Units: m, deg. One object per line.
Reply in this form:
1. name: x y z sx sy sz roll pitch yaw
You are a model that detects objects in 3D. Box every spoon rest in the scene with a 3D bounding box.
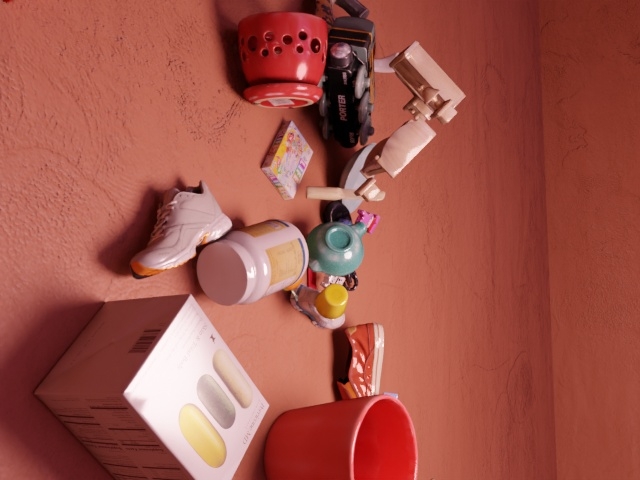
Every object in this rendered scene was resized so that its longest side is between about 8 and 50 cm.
1. spoon rest: 0.094 -0.507 1.939 0.276 0.084 0.137 11 73 -42

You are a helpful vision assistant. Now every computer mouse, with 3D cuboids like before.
1. computer mouse: 0.050 0.015 1.798 0.071 0.041 0.242 -22 111 -34

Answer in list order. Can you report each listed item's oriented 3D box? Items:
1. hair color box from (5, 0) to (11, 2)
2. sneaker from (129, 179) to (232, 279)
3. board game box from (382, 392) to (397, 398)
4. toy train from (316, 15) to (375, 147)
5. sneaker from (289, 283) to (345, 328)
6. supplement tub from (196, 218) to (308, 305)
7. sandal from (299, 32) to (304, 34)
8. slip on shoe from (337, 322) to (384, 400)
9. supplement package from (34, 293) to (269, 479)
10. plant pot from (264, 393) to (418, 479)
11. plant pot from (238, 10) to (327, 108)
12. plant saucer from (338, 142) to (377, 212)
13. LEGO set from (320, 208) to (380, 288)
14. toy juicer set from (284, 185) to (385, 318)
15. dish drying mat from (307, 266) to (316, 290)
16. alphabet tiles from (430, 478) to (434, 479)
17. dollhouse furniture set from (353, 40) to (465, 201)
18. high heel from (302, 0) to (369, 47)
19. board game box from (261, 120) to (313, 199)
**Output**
1. hair color box: -0.442 -0.446 1.120 0.093 0.053 0.167 62 37 -27
2. sneaker: -0.266 -0.024 1.286 0.121 0.099 0.262 65 29 -13
3. board game box: 0.144 0.463 1.743 0.211 0.039 0.160 102 -4 -69
4. toy train: 0.072 -0.372 1.736 0.334 0.142 0.190 78 27 -59
5. sneaker: 0.012 0.160 1.660 0.190 0.083 0.071 35 67 -48
6. supplement tub: -0.131 0.043 1.415 0.199 0.144 0.144 -20 101 -56
7. sandal: -0.026 -0.404 1.703 0.072 0.049 0.180 -28 127 -18
8. slip on shoe: 0.087 0.360 1.740 0.123 0.101 0.331 -162 -103 -85
9. supplement package: -0.254 0.250 1.141 0.263 0.198 0.199 61 39 -30
10. plant pot: 0.035 0.451 1.501 0.275 0.243 0.275 14 73 -55
11. plant pot: -0.077 -0.377 1.537 0.191 0.191 0.174 -5 91 -57
12. plant saucer: 0.088 -0.162 1.836 0.195 0.037 0.195 -52 156 -34
13. LEGO set: 0.036 0.010 1.701 0.093 0.087 0.227 43 73 -48
14. toy juicer set: 0.000 0.000 1.618 0.089 0.209 0.329 112 -1 -62
15. dish drying mat: -0.020 0.095 1.698 0.032 0.008 0.083 12 73 -54
16. alphabet tiles: 0.311 0.815 2.064 0.198 0.009 0.237 -2 86 -56
17. dollhouse furniture set: 0.137 -0.265 1.679 0.355 0.303 0.174 -45 98 -8
18. high heel: -0.031 -0.552 1.777 0.261 0.186 0.093 -40 165 -23
19. board game box: -0.074 -0.184 1.651 0.103 0.026 0.154 53 43 -38
